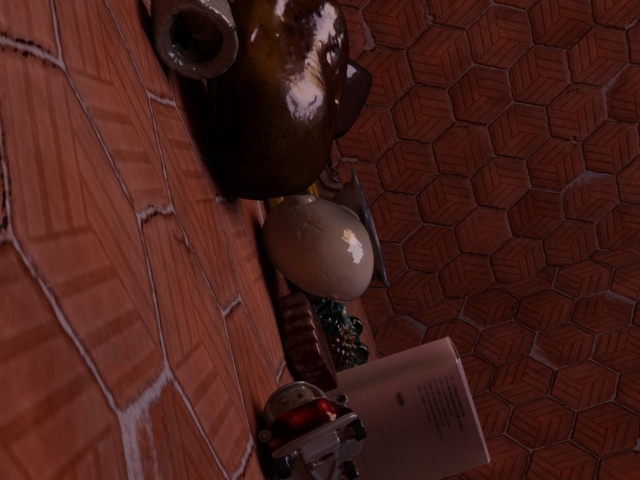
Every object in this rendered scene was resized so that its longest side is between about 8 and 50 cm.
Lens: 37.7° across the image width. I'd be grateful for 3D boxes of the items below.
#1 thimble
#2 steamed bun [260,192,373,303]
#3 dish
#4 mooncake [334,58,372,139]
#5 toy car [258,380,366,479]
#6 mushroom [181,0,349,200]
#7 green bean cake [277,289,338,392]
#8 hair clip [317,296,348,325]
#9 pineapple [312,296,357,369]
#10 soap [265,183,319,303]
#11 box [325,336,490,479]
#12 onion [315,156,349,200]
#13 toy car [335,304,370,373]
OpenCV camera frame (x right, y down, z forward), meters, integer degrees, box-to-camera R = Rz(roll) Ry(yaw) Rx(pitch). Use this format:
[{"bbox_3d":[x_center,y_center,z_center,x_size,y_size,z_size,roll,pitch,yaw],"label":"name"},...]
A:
[{"bbox_3d":[-0.158,-0.268,1.165,0.090,0.102,0.115,-105,-177,-45],"label":"thimble"},{"bbox_3d":[0.000,0.000,1.528,0.177,0.130,0.228,22,15,-30],"label":"steamed bun"},{"bbox_3d":[0.060,-0.011,1.771,0.228,0.086,0.236,9,64,-85],"label":"dish"},{"bbox_3d":[-0.054,-0.326,1.884,0.334,0.174,0.326,18,14,-36],"label":"mooncake"},{"bbox_3d":[-0.018,0.215,1.048,0.112,0.112,0.139,55,-17,37],"label":"toy car"},{"bbox_3d":[-0.097,-0.223,1.375,0.345,0.260,0.345,10,90,-85],"label":"mushroom"},{"bbox_3d":[-0.022,0.161,1.469,0.135,0.056,0.135,66,8,-54],"label":"green bean cake"},{"bbox_3d":[0.019,0.097,1.728,0.275,0.083,0.048,94,17,-60],"label":"hair clip"},{"bbox_3d":[0.014,0.175,1.720,0.083,0.103,0.221,48,-13,33],"label":"pineapple"},{"bbox_3d":[-0.041,-0.043,1.847,0.204,0.096,0.324,65,8,-65],"label":"soap"},{"bbox_3d":[0.130,0.300,1.545,0.106,0.252,0.203,-97,168,-72],"label":"box"},{"bbox_3d":[-0.057,-0.231,2.296,0.280,0.146,0.314,57,1,42],"label":"onion"},{"bbox_3d":[0.073,0.278,1.983,0.141,0.097,0.320,-102,172,-63],"label":"toy car"}]
